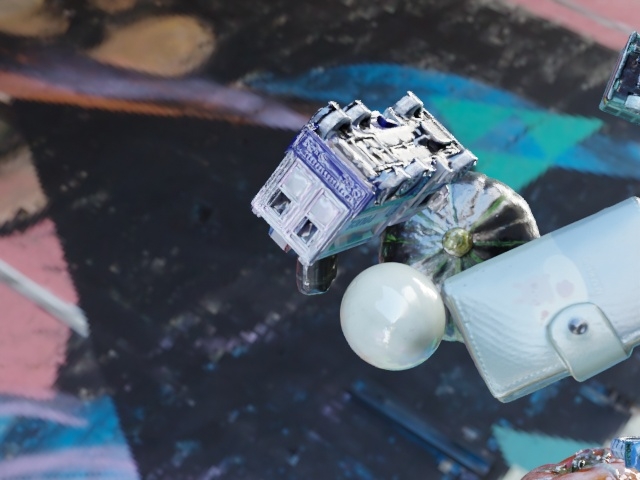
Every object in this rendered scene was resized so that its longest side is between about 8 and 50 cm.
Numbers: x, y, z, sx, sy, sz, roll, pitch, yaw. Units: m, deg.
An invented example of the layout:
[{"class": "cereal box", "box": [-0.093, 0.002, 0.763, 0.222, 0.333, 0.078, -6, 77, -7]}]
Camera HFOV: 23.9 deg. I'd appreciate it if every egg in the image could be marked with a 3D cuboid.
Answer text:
[{"class": "egg", "box": [0.105, 0.111, 2.184, 0.209, 0.151, 0.151, -105, 39, -77]}]

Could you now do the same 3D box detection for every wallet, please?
[{"class": "wallet", "box": [0.393, 0.099, 2.401, 0.360, 0.252, 0.083, -25, -27, 5]}]

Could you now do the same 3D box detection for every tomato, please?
[{"class": "tomato", "box": [0.355, 0.382, 1.992, 0.232, 0.232, 0.188, -21, -86, -49]}]

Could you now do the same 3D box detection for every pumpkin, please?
[{"class": "pumpkin", "box": [0.252, 0.026, 2.725, 0.315, 0.315, 0.238, -60, -12, 1]}]

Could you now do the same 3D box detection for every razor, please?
[{"class": "razor", "box": [0.000, 0.000, 2.156, 0.090, 0.054, 0.148, -61, -19, -62]}]

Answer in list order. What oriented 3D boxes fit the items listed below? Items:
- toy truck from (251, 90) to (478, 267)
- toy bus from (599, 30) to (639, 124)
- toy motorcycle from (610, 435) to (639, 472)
[{"class": "toy truck", "box": [0.054, -0.070, 1.723, 0.155, 0.124, 0.268, -51, -17, 27]}, {"class": "toy bus", "box": [0.367, -0.140, 1.505, 0.092, 0.160, 0.079, 70, -138, -85]}, {"class": "toy motorcycle", "box": [0.395, 0.200, 1.399, 0.135, 0.255, 0.092, 165, 108, -78]}]
